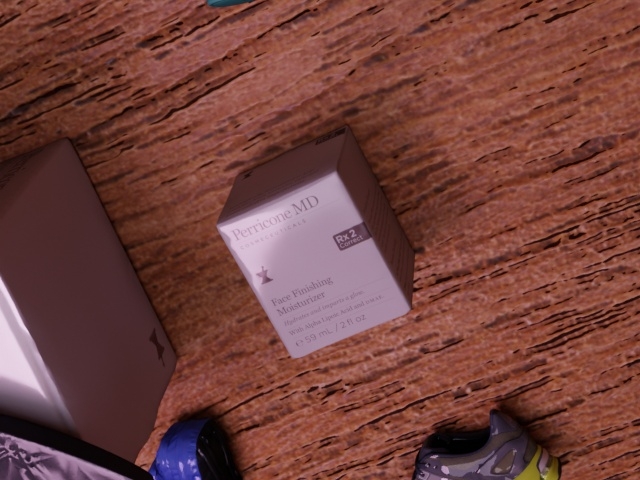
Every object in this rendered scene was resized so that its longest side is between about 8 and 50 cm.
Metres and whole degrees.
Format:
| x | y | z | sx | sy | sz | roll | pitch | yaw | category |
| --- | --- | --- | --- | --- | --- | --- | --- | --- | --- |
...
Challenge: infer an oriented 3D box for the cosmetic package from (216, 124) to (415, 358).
| x | y | z | sx | sy | sz | roll | pitch | yaw | category |
| --- | --- | --- | --- | --- | --- | --- | --- | --- | --- |
| 0.000 | 0.000 | 1.520 | 0.151 | 0.151 | 0.183 | -24 | 110 | 15 | cosmetic package |

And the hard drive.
| x | y | z | sx | sy | sz | roll | pitch | yaw | category |
| --- | --- | --- | --- | --- | --- | --- | --- | --- | --- |
| -0.300 | 0.257 | 1.363 | 0.255 | 0.054 | 0.172 | 18 | 115 | -2 | hard drive |

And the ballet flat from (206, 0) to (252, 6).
| x | y | z | sx | sy | sz | roll | pitch | yaw | category |
| --- | --- | --- | --- | --- | --- | --- | --- | --- | --- |
| 0.030 | -0.325 | 1.403 | 0.342 | 0.116 | 0.124 | -7 | 95 | 14 | ballet flat |

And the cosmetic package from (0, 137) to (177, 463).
| x | y | z | sx | sy | sz | roll | pitch | yaw | category |
| --- | --- | --- | --- | --- | --- | --- | --- | --- | --- |
| -0.425 | 0.137 | 1.535 | 0.394 | 0.329 | 0.327 | -18 | 110 | 14 | cosmetic package |

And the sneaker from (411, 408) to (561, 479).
| x | y | z | sx | sy | sz | roll | pitch | yaw | category |
| --- | --- | --- | --- | --- | --- | --- | --- | --- | --- |
| 0.142 | 0.307 | 1.687 | 0.300 | 0.111 | 0.121 | -33 | 97 | 14 | sneaker |

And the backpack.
| x | y | z | sx | sy | sz | roll | pitch | yaw | category |
| --- | --- | --- | --- | --- | --- | --- | --- | --- | --- |
| -0.163 | 0.287 | 1.704 | 0.101 | 0.098 | 0.120 | -7 | 115 | 14 | backpack |
